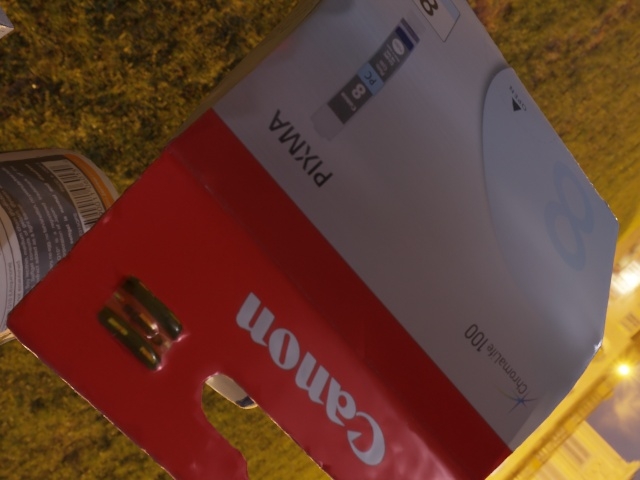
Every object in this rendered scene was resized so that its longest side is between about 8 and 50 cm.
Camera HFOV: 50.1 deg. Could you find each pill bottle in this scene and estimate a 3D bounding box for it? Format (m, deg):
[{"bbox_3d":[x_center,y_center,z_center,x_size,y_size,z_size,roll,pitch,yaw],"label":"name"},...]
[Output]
[{"bbox_3d":[-0.298,0.014,0.550,0.162,0.162,0.278,-51,170,24],"label":"pill bottle"}]

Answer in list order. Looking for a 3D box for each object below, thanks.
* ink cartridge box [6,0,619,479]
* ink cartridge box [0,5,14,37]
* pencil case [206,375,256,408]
[{"bbox_3d":[0.060,0.007,0.425,0.091,0.308,0.385,-25,-155,40],"label":"ink cartridge box"},{"bbox_3d":[-0.509,-0.282,0.871,0.175,0.128,0.072,-30,-176,8],"label":"ink cartridge box"},{"bbox_3d":[0.000,0.000,0.733,0.159,0.184,0.410,35,109,-32],"label":"pencil case"}]
